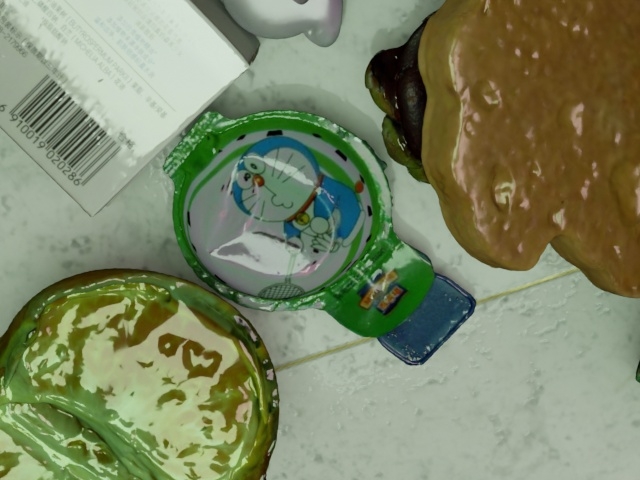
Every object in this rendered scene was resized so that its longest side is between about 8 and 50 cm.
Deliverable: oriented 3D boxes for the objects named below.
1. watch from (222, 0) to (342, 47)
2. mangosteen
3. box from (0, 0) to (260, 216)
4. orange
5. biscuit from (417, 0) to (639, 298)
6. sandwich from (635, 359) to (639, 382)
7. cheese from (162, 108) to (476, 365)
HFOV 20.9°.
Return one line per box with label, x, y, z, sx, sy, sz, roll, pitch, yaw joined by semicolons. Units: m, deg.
watch;-0.024;-0.278;1.449;0.211;0.217;0.248;-30;101;12
mangosteen;0.123;-0.122;1.523;0.180;0.166;0.166;-19;105;34
box;-0.221;-0.194;1.537;0.203;0.116;0.274;-43;99;13
orange;-0.198;0.170;1.601;0.262;0.196;0.334;25;111;-19
biscuit;0.217;-0.120;1.439;0.312;0.057;0.351;-8;103;-28
sandwich;0.359;0.056;1.538;0.109;0.212;0.292;22;126;15
cheese;0.000;0.000;1.595;0.320;0.083;0.204;37;108;-15
